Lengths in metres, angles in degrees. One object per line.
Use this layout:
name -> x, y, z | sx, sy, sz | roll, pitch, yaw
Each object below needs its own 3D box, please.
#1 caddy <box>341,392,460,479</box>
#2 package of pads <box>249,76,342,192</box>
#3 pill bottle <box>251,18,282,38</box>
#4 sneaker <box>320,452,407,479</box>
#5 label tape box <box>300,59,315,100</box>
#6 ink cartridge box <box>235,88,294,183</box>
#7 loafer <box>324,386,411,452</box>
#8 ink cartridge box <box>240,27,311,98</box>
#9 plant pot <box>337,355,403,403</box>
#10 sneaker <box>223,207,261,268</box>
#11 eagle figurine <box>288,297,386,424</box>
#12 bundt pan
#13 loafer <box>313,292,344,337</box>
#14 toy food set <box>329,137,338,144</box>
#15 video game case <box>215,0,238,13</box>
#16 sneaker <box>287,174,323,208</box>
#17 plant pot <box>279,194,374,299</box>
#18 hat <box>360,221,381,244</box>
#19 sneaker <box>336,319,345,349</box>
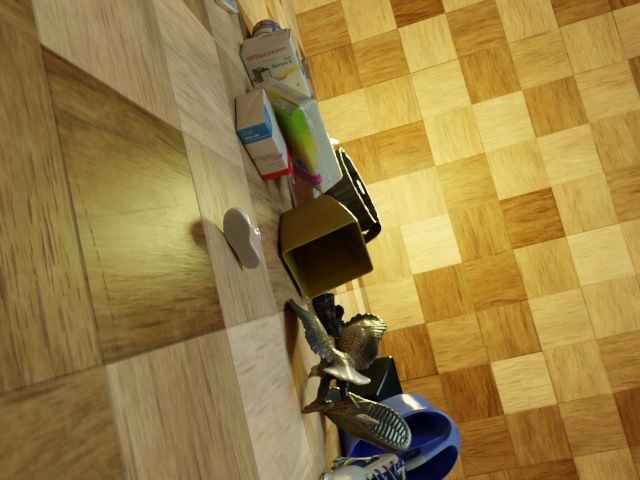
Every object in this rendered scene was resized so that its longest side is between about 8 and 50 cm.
caddy -> 0.221, 0.587, 1.425 | 0.179, 0.341, 0.242 | -143, -145, -75
package of pads -> -0.071, -0.305, 1.463 | 0.229, 0.101, 0.297 | 39, -19, 40
pill bottle -> -0.172, -0.636, 1.654 | 0.180, 0.107, 0.108 | -96, 168, -44
sneaker -> 0.111, 0.567, 1.176 | 0.315, 0.182, 0.128 | 22, 52, -80
label tape box -> -0.066, -0.451, 1.881 | 0.241, 0.105, 0.334 | 87, -9, -72
ink cartridge box -> -0.138, -0.253, 1.308 | 0.231, 0.077, 0.134 | 65, 14, -52
loafer -> 0.113, 0.461, 1.293 | 0.094, 0.251, 0.088 | -46, 150, -39
ink cartridge box -> -0.131, -0.506, 1.529 | 0.093, 0.154, 0.213 | -93, 167, -48
plant pot -> 0.150, 0.498, 1.597 | 0.167, 0.187, 0.188 | -46, 122, -67
sneaker -> -0.146, -0.017, 0.954 | 0.070, 0.050, 0.134 | -96, 171, -54
eagle figurine -> 0.031, 0.265, 1.204 | 0.226, 0.225, 0.299 | 50, 35, -47
bundt pan -> 0.094, -0.165, 1.837 | 0.331, 0.124, 0.331 | 57, 14, -23
loafer -> 0.042, 0.242, 1.630 | 0.223, 0.078, 0.076 | 66, 13, -46
toy food set -> -0.022, -0.301, 1.875 | 0.071, 0.218, 0.128 | 33, 21, 10
video game case -> -0.284, -0.735, 1.379 | 0.183, 0.023, 0.202 | -73, 147, -74
sneaker -> -0.042, -0.153, 1.708 | 0.121, 0.108, 0.303 | 43, 41, -76
plant pot -> 0.000, 0.000, 1.413 | 0.187, 0.212, 0.212 | -114, -179, -46
hat -> 0.057, 0.012, 1.661 | 0.134, 0.331, 0.331 | 45, 10, -1
sneaker -> 0.086, 0.356, 1.785 | 0.073, 0.063, 0.162 | 61, 16, -70
